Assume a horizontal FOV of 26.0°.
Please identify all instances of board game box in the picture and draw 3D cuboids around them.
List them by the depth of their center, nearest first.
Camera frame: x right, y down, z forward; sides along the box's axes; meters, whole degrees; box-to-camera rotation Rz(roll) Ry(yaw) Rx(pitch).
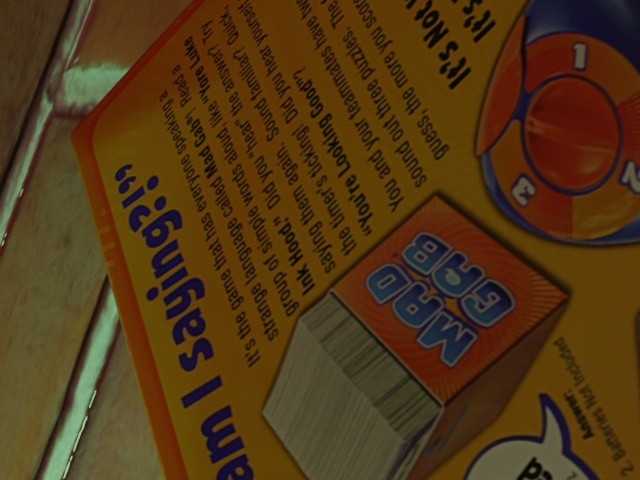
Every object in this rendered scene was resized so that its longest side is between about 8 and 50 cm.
[{"bbox_3d":[0.174,0.022,0.554,0.356,0.356,0.356,-42,46,22],"label":"board game box"}]
